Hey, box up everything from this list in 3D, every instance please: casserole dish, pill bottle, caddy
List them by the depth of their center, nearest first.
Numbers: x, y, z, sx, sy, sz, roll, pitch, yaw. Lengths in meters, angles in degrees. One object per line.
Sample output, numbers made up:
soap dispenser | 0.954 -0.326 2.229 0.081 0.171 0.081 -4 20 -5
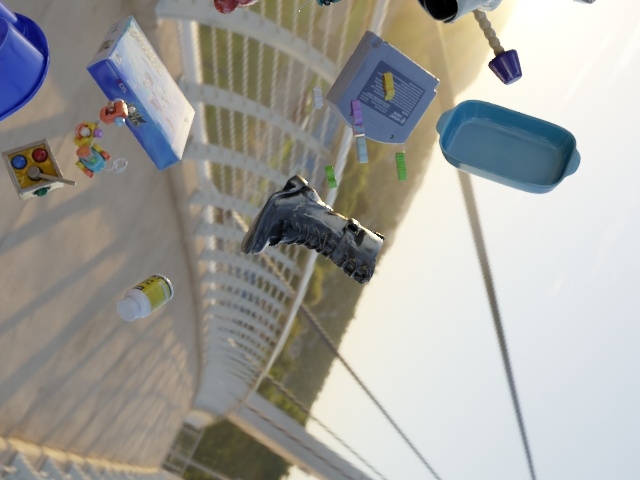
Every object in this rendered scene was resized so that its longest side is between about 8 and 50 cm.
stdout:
casserole dish | 0.240 -0.118 1.093 0.037 0.188 0.114 90 25 -55
caddy | -0.659 -0.304 1.513 0.341 0.241 0.179 -34 158 -6
pill bottle | -0.361 0.120 1.724 0.116 0.065 0.065 -39 157 -53

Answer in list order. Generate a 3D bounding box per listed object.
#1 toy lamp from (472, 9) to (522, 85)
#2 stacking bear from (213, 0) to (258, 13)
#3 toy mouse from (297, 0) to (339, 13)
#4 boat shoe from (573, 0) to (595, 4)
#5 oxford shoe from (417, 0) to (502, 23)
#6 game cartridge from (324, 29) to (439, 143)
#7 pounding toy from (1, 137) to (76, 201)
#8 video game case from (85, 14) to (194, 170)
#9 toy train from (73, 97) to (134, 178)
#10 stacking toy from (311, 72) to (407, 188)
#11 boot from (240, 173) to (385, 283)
toy lamp | 0.402 -0.500 2.015 0.080 0.275 0.080 -22 169 -5
stacking bear | -0.035 -0.400 1.032 0.289 0.175 0.164 -37 178 6
toy mouse | 0.004 -0.438 1.409 0.143 0.031 0.161 -41 152 27
boat shoe | 0.519 -0.531 1.726 0.277 0.096 0.098 -27 115 -55
oxford shoe | 0.225 -0.445 1.453 0.397 0.140 0.147 3 110 -63
game cartridge | 0.136 -0.320 1.849 0.294 0.060 0.196 19 104 -53
pounding toy | -0.672 -0.162 2.013 0.130 0.141 0.100 -23 174 -19
video game case | -0.381 -0.324 1.832 0.061 0.270 0.244 -23 -149 15
toy train | -0.419 -0.201 1.603 0.046 0.125 0.166 56 24 -58
stacking toy | 0.080 -0.221 1.710 0.052 0.166 0.221 147 -66 -86
boot | 0.000 0.000 1.508 0.091 0.229 0.263 -53 179 39
